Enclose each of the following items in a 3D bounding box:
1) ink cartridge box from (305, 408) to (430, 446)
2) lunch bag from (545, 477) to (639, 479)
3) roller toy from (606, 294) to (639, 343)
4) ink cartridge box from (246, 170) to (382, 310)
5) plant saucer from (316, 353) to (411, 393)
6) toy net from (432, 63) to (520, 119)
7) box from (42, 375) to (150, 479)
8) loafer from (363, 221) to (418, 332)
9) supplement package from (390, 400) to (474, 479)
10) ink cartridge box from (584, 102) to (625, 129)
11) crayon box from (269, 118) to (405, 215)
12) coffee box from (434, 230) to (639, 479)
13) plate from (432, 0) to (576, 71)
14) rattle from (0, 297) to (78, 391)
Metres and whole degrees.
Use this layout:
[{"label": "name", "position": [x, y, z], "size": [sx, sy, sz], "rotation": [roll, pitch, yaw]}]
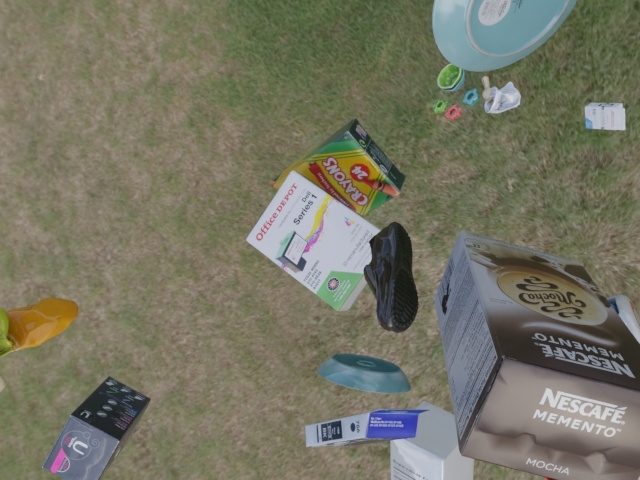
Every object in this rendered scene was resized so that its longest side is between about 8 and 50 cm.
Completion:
[{"label": "ink cartridge box", "position": [0.116, 0.484, 1.536], "size": [0.332, 0.165, 0.065], "rotation": [-34, 53, 49]}, {"label": "lunch bag", "position": [0.596, 0.454, 1.300], "size": [0.258, 0.120, 0.293], "rotation": [-38, 116, 22]}, {"label": "roller toy", "position": [0.693, 0.232, 1.392], "size": [0.146, 0.191, 0.210], "rotation": [-27, 60, 27]}, {"label": "ink cartridge box", "position": [0.000, 0.000, 1.378], "size": [0.278, 0.117, 0.201], "rotation": [36, 96, 16]}, {"label": "plant saucer", "position": [0.055, 0.161, 0.743], "size": [0.119, 0.119, 0.021], "rotation": [9, 91, 24]}, {"label": "toy net", "position": [0.348, -0.330, 1.371], "size": [0.232, 0.045, 0.122], "rotation": [35, 95, 51]}, {"label": "box", "position": [-0.585, 0.505, 1.594], "size": [0.143, 0.270, 0.165], "rotation": [29, 97, -3]}, {"label": "loafer", "position": [0.117, 0.069, 1.038], "size": [0.078, 0.080, 0.220], "rotation": [-24, 39, 30]}, {"label": "supplement package", "position": [0.315, 0.642, 1.690], "size": [0.175, 0.177, 0.293], "rotation": [17, 121, 39]}, {"label": "ink cartridge box", "position": [0.589, -0.255, 1.229], "size": [0.083, 0.028, 0.048], "rotation": [19, 131, 50]}, {"label": "crayon box", "position": [0.028, -0.135, 1.516], "size": [0.318, 0.081, 0.202], "rotation": [-32, 110, 36]}, {"label": "coffee box", "position": [0.233, 0.113, 0.664], "size": [0.168, 0.297, 0.119], "rotation": [15, 114, -1]}, {"label": "plate", "position": [0.209, -0.260, 0.642], "size": [0.188, 0.188, 0.024], "rotation": [-40, 50, 18]}, {"label": "rattle", "position": [-0.343, 0.048, 0.593], "size": [0.130, 0.142, 0.200], "rotation": [38, 149, 54]}]
